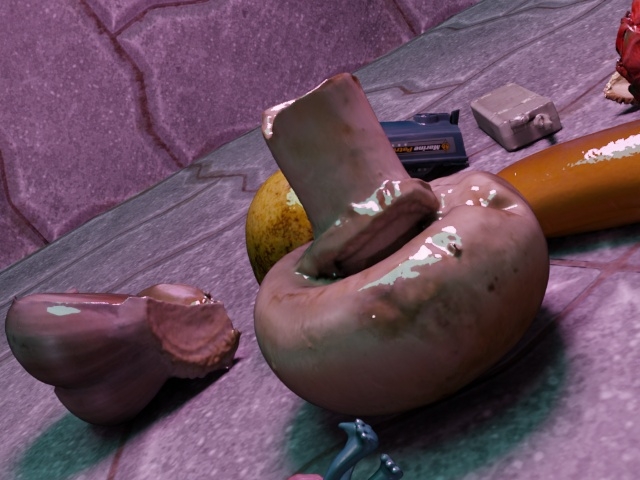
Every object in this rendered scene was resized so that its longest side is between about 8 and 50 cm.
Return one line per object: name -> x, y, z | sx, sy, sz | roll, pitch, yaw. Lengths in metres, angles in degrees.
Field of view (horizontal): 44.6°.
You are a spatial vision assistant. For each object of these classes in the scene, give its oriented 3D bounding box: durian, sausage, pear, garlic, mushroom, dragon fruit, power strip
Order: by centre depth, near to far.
mushroom -> 0.052, -0.005, 0.710 | 0.292, 0.290, 0.292 | -26, 13, 6
sausage -> 0.275, -0.056, 0.852 | 0.328, 0.112, 0.112 | -16, 20, 37
pear -> 0.000, 0.000, 0.938 | 0.197, 0.197, 0.197 | -24, 18, 8
garlic -> -0.260, 0.111, 0.988 | 0.291, 0.210, 0.237 | -4, 33, 32
dragon fruit -> 0.475, -0.262, 1.024 | 0.188, 0.182, 0.182 | -42, 22, -19
durian -> 0.471, -0.232, 1.124 | 0.130, 0.066, 0.052 | -37, 17, 1
power strip -> 0.320, -0.203, 1.278 | 0.093, 0.053, 0.288 | -24, 18, 7

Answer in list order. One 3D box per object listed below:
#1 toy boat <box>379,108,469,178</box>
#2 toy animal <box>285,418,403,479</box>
toy boat -> 0.091, -0.137, 1.284 | 0.296, 0.122, 0.114 | -7, 15, -1
toy animal -> -0.036, 0.207, 0.552 | 0.208, 0.100, 0.103 | -43, 59, -10
